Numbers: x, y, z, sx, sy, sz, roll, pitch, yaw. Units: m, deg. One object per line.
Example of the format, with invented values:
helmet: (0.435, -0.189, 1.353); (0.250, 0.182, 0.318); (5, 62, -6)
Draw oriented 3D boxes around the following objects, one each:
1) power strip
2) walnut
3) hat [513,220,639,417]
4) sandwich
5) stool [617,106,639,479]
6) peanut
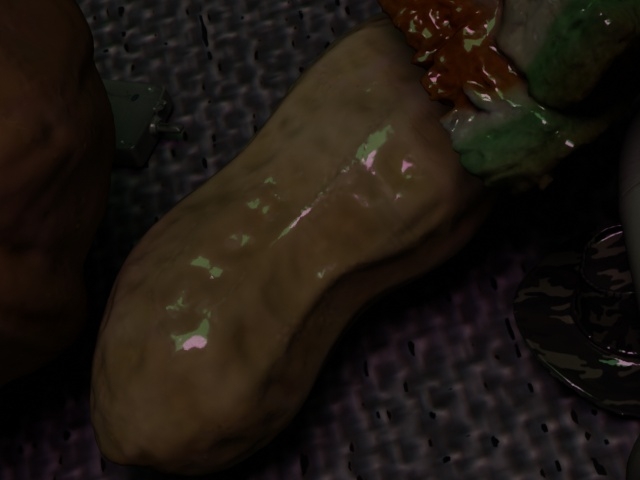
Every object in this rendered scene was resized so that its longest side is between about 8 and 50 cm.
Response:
power strip: (-0.137, -0.068, 0.819); (0.136, 0.019, 0.051); (8, 56, 21)
walnut: (-0.233, -0.024, 0.661); (0.285, 0.285, 0.296); (34, 89, 33)
hat: (0.145, 0.022, 0.655); (0.121, 0.050, 0.121); (-6, 53, 8)
sandwich: (0.083, -0.119, 0.632); (0.160, 0.109, 0.185); (36, 37, 4)
stool: (0.213, 0.016, 0.534); (0.195, 0.195, 0.199); (13, 63, -9)
peanut: (0.000, 0.000, 0.674); (0.274, 0.111, 0.125); (-49, 35, -17)
